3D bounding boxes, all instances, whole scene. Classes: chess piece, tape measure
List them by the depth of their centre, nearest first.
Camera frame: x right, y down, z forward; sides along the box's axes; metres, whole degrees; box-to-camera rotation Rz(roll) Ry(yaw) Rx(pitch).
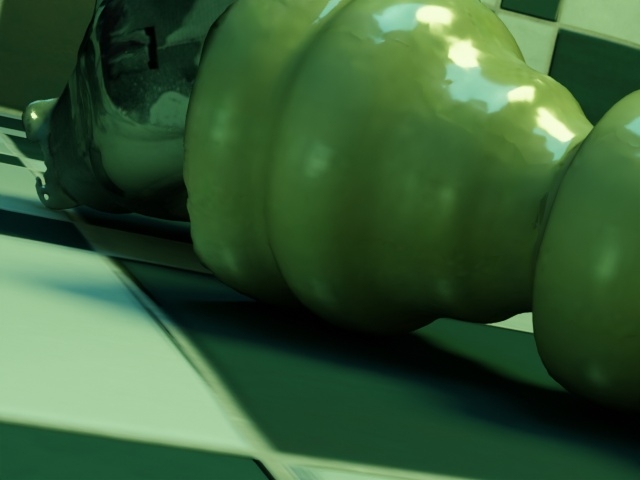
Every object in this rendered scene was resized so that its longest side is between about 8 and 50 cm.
[{"bbox_3d":[0.116,-0.006,0.578,0.330,0.182,0.182,22,9,33],"label":"chess piece"},{"bbox_3d":[-0.030,-0.101,0.842,0.275,0.147,0.256,-6,-9,-20],"label":"tape measure"}]
